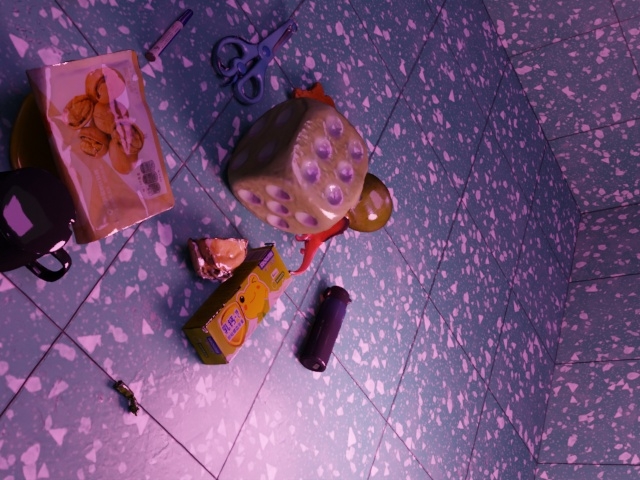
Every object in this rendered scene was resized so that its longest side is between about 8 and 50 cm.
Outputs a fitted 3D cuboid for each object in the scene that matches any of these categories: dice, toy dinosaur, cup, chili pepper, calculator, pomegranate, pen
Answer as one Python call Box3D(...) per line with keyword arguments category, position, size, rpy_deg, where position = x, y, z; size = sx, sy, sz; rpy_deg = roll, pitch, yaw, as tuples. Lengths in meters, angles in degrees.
Box3D(category="dice", position=(-0.052, -0.177, 1.829), size=(0.254, 0.249, 0.252), rpy_deg=(41, 61, -33))
Box3D(category="toy dinosaur", position=(0.008, -0.003, 1.954), size=(0.286, 0.138, 0.070), rpy_deg=(-74, 150, -54))
Box3D(category="cup", position=(-0.502, -0.020, 1.275), size=(0.223, 0.176, 0.169), rpy_deg=(53, 40, -29))
Box3D(category="chili pepper", position=(-0.378, 0.310, 1.486), size=(0.027, 0.022, 0.083), rpy_deg=(-100, 164, -70))
Box3D(category="calculator", position=(-0.511, -0.200, 1.430), size=(0.146, 0.032, 0.235), rpy_deg=(33, 57, -45))
Box3D(category="pomegranate", position=(0.109, -0.094, 2.116), size=(0.179, 0.179, 0.210), rpy_deg=(58, 42, -26))
Box3D(category="pen", position=(-0.344, -0.475, 1.736), size=(0.025, 0.025, 0.204), rpy_deg=(54, 42, -30))

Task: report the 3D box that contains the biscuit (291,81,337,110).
Box3D(category="biscuit", position=(0.003, -0.350, 2.157), size=(0.280, 0.043, 0.183), rpy_deg=(34, 58, -50))

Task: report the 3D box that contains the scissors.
Box3D(category="scissors", position=(-0.158, -0.498, 1.985), size=(0.180, 0.032, 0.393), rpy_deg=(59, 41, -24))

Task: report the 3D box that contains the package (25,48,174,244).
Box3D(category="package", position=(-0.430, -0.173, 1.389), size=(0.221, 0.165, 0.311), rpy_deg=(-32, 114, -46))

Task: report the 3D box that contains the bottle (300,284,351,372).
Box3D(category="bottle", position=(0.014, 0.228, 1.991), size=(0.082, 0.072, 0.244), rpy_deg=(36, 50, -15))

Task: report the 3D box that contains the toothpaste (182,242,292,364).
Box3D(category="toothpaste", position=(-0.183, 0.142, 1.743), size=(0.327, 0.077, 0.110), rpy_deg=(-53, 124, -46))

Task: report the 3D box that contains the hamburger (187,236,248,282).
Box3D(category="hamburger", position=(-0.237, 0.043, 1.699), size=(0.176, 0.087, 0.102), rpy_deg=(2, 91, -60))
